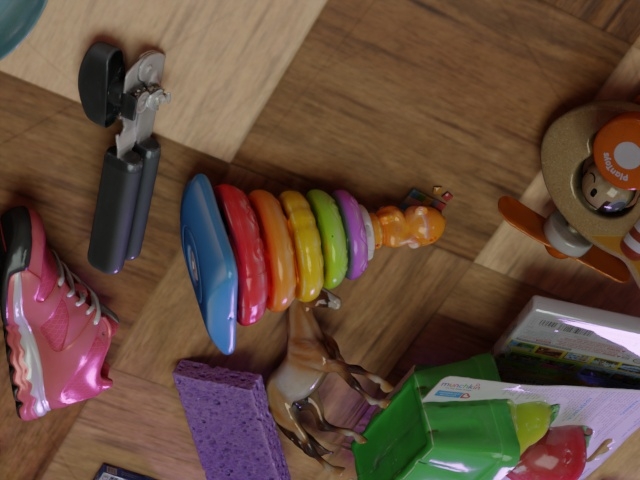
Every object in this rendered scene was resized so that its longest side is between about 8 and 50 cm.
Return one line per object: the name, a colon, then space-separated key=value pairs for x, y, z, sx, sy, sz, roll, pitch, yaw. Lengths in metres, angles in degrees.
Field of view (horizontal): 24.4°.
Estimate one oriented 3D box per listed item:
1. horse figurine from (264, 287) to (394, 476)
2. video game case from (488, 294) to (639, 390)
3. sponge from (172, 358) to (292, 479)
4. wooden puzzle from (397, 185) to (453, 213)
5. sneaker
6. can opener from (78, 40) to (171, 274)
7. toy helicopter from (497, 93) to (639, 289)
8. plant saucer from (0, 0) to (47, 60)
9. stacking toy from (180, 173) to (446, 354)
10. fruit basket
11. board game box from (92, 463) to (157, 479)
horse figurine: x=-0.005 y=0.182 z=1.830 sx=0.174 sy=0.066 sz=0.263 roll=38 pitch=134 yaw=14
video game case: x=0.334 y=0.143 z=1.831 sx=0.227 sy=0.026 sz=0.206 roll=12 pitch=149 yaw=-9
sponge: x=-0.110 y=0.245 z=1.879 sx=0.117 sy=0.031 sz=0.210 roll=8 pitch=132 yaw=25
wooden puzzle: x=0.116 y=-0.034 z=1.749 sx=0.049 sy=0.006 sz=0.083 roll=25 pitch=119 yaw=-23
sneaker: x=-0.307 y=0.076 z=1.733 sx=0.136 sy=0.116 sz=0.314 roll=-9 pitch=134 yaw=-13
can opener: x=-0.222 y=-0.093 z=1.639 sx=0.093 sy=0.074 sz=0.280 roll=23 pitch=125 yaw=19
toy helicopter: x=0.358 y=0.010 z=1.689 sx=0.235 sy=0.140 sz=0.355 roll=-21 pitch=100 yaw=37
plant saucer: x=-0.423 y=-0.299 z=1.470 sx=0.318 sy=0.043 sz=0.317 roll=-3 pitch=127 yaw=-4
stacking toy: x=0.000 y=0.000 z=1.687 sx=0.302 sy=0.165 sz=0.175 roll=-11 pitch=143 yaw=-12
fruit basket: x=0.230 y=0.257 z=1.890 sx=0.353 sy=0.165 sz=0.327 roll=0 pitch=144 yaw=-30
board game box: x=-0.267 y=0.345 z=1.971 sx=0.090 sy=0.020 sz=0.090 roll=22 pitch=120 yaw=-21
